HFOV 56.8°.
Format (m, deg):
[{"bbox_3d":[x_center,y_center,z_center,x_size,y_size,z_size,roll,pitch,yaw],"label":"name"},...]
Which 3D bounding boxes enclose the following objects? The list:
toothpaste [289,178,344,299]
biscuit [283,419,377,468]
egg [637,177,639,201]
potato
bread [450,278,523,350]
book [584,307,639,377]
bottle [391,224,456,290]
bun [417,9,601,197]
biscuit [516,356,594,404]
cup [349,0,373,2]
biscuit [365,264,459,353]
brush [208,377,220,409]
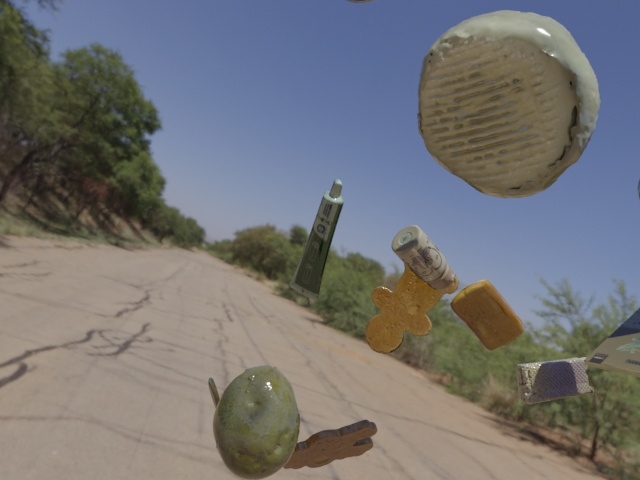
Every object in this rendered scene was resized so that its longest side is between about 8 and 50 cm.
[{"bbox_3d":[0.000,0.000,1.717,0.098,0.392,0.061,27,30,15],"label":"toothpaste"},{"bbox_3d":[0.019,0.494,1.415,0.236,0.144,0.040,-8,38,-14],"label":"biscuit"},{"bbox_3d":[0.878,-0.108,1.413,0.169,0.169,0.231,23,13,-43],"label":"egg"},{"bbox_3d":[-0.134,0.385,1.262,0.178,0.235,0.160,29,-25,-29],"label":"potato"},{"bbox_3d":[0.438,0.192,1.560,0.200,0.116,0.077,47,23,-14],"label":"bread"},{"bbox_3d":[0.800,0.223,1.385,0.217,0.310,0.021,3,-60,60],"label":"book"},{"bbox_3d":[0.287,0.057,1.645,0.110,0.097,0.209,-2,-40,49],"label":"bottle"},{"bbox_3d":[0.368,-0.263,1.164,0.359,0.360,0.211,17,23,25],"label":"bun"},{"bbox_3d":[0.661,0.393,1.666,0.238,0.108,0.062,-1,-7,-20],"label":"biscuit"},{"bbox_3d":[0.057,-0.853,1.646,0.322,0.237,0.327,9,43,-21],"label":"cup"},{"bbox_3d":[0.265,0.206,1.862,0.216,0.340,0.047,32,-2,10],"label":"biscuit"},{"bbox_3d":[-0.231,0.401,1.363,0.021,0.196,0.070,-23,21,-28],"label":"brush"}]
